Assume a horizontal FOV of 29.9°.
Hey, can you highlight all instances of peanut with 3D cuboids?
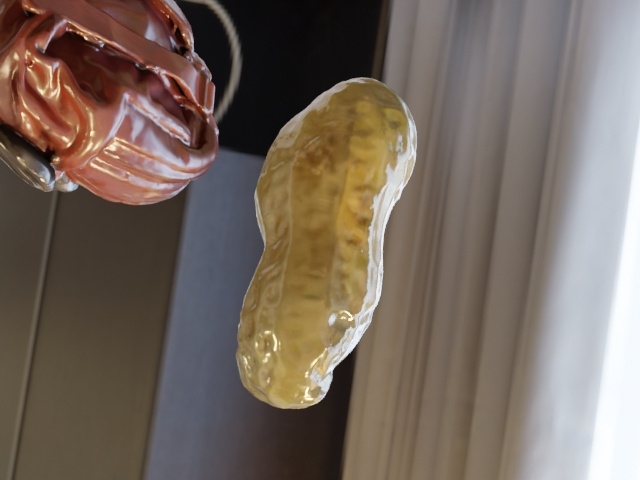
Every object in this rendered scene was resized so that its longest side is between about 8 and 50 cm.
[{"bbox_3d":[0.000,0.000,1.018,0.130,0.290,0.130,13,170,2],"label":"peanut"}]

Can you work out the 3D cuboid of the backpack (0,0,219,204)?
[{"bbox_3d":[-0.161,-0.121,0.852,0.139,0.229,0.229,-39,157,18],"label":"backpack"}]
